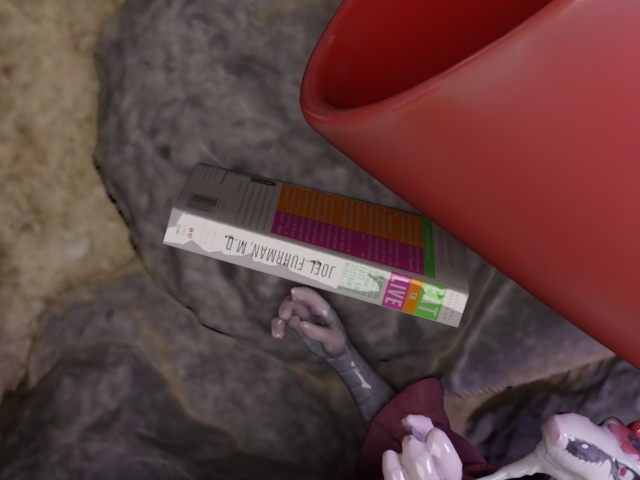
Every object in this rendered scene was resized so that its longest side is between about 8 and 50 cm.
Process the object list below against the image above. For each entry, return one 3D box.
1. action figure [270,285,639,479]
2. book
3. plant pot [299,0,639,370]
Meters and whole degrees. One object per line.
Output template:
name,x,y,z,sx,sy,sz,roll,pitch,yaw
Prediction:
action figure,0.013,0.180,0.682,0.370,0.248,0.276,-16,104,9
book,0.000,0.000,0.712,0.144,0.096,0.035,16,105,-2
plant pot,0.170,-0.064,0.618,0.275,0.275,0.243,-41,109,11
